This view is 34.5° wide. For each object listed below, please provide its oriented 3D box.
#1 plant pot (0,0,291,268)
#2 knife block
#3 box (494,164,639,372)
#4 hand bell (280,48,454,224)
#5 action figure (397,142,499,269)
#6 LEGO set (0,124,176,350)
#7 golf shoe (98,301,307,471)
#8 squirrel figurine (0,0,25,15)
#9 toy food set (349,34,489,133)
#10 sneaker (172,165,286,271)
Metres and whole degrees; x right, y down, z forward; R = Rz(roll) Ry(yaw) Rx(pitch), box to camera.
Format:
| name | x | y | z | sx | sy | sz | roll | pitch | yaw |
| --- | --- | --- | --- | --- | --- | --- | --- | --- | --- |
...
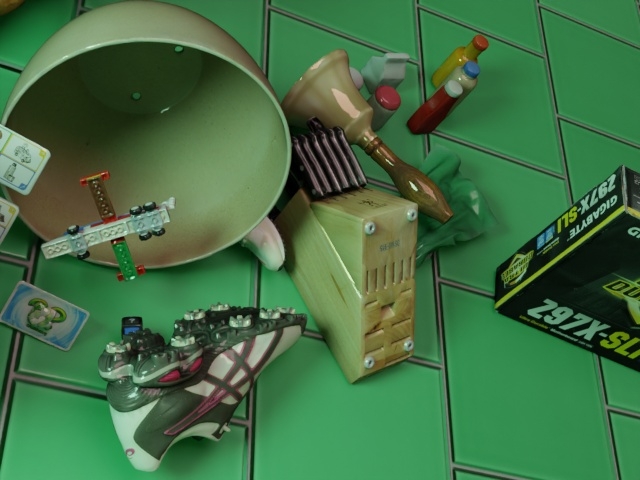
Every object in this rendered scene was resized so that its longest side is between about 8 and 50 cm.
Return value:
| name | x | y | z | sx | sy | sz | roll | pitch | yaw |
| --- | --- | --- | --- | --- | --- | --- | --- | --- | --- |
| plant pot | -0.183 | -0.138 | 1.070 | 0.284 | 0.284 | 0.190 | 14 | 39 | -24 |
| knife block | 0.000 | 0.000 | 1.215 | 0.088 | 0.242 | 0.275 | -16 | 114 | -37 |
| box | 0.423 | 0.059 | 1.308 | 0.322 | 0.257 | 0.079 | 23 | 52 | -18 |
| hand bell | 0.071 | -0.109 | 1.272 | 0.242 | 0.126 | 0.126 | 45 | 47 | 10 |
| action figure | 0.127 | -0.022 | 1.307 | 0.137 | 0.063 | 0.232 | 49 | 44 | 3 |
| LEGO set | -0.259 | 0.004 | 1.003 | 0.244 | 0.182 | 0.060 | 28 | 14 | -18 |
| golf shoe | -0.113 | 0.134 | 1.045 | 0.273 | 0.105 | 0.120 | -17 | 107 | -52 |
| squirrel figurine | -0.313 | -0.381 | 1.085 | 0.371 | 0.280 | 0.397 | -11 | 29 | -3 |
| toy food set | 0.134 | -0.220 | 1.417 | 0.232 | 0.104 | 0.111 | -6 | 63 | -35 |
| sneaker | -0.107 | -0.021 | 1.176 | 0.075 | 0.057 | 0.161 | -31 | 80 | -24 |
